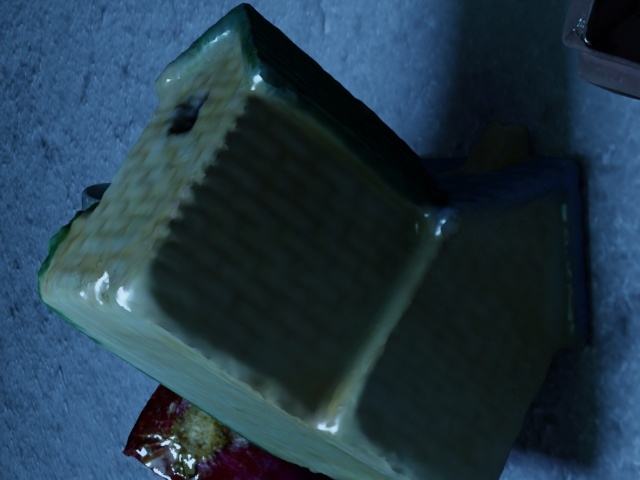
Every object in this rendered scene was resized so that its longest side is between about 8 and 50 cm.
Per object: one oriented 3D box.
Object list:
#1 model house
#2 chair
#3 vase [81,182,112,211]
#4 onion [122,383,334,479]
[{"bbox_3d":[0.000,0.000,1.179,0.334,0.382,0.343,5,62,58],"label":"model house"},{"bbox_3d":[0.232,-0.196,0.944,0.326,0.175,0.183,25,106,51],"label":"chair"},{"bbox_3d":[-0.311,0.027,1.944,0.086,0.086,0.214,35,127,52],"label":"vase"},{"bbox_3d":[-0.074,0.227,1.477,0.206,0.216,0.207,26,79,22],"label":"onion"}]
